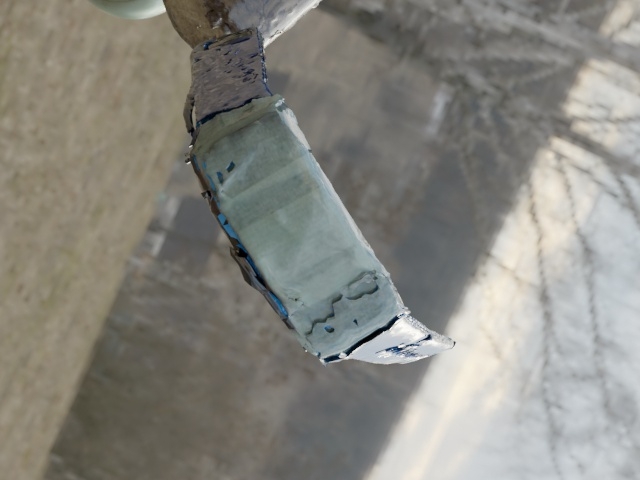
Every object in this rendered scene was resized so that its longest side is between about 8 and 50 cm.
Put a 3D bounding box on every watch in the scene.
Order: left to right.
[{"bbox_3d":[0.007,0.011,0.989,0.068,0.276,0.274,-32,-165,4],"label":"watch"}]

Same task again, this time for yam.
[{"bbox_3d":[-0.014,-0.283,1.512,0.279,0.131,0.131,-43,172,-18],"label":"yam"}]

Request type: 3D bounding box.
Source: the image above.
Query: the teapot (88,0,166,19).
[{"bbox_3d":[-0.216,-0.436,2.059,0.318,0.220,0.149,-55,179,34],"label":"teapot"}]
